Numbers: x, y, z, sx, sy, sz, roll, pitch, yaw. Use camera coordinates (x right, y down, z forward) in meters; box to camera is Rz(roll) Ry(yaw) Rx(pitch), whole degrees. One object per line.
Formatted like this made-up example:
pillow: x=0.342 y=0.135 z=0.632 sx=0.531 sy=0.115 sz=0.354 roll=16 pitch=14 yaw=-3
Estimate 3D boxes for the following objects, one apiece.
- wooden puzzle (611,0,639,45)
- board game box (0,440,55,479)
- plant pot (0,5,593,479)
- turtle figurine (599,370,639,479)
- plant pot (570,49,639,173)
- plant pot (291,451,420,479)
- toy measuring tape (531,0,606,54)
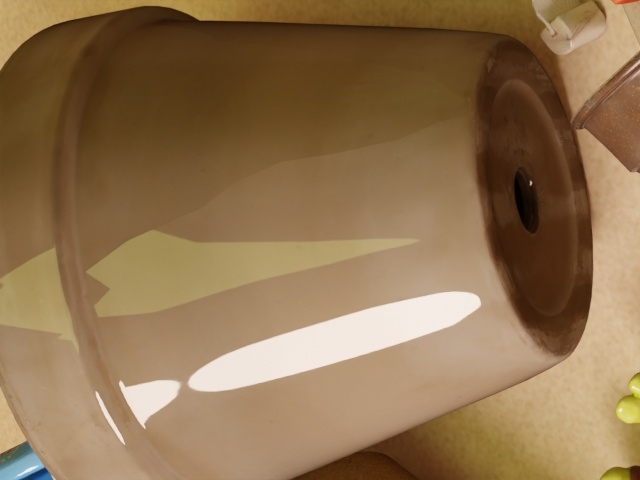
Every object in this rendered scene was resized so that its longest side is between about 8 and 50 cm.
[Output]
wooden puzzle: x=0.220 y=-0.132 z=0.772 sx=0.322 sy=0.080 sz=0.347 roll=-36 pitch=77 yaw=53
board game box: x=-0.097 y=0.314 z=1.298 sx=0.390 sy=0.050 sz=0.390 roll=61 pitch=174 yaw=9
plant pot: x=0.000 y=0.000 z=1.143 sx=0.280 sy=0.323 sz=0.323 roll=-10 pitch=97 yaw=25
turtle figurine: x=0.263 y=0.149 z=1.075 sx=0.217 sy=0.087 sz=0.269 roll=31 pitch=131 yaw=39
plant pot: x=0.243 y=-0.050 z=0.989 sx=0.165 sy=0.167 sz=0.167 roll=53 pitch=131 yaw=7
plant pot: x=0.053 y=0.269 z=1.223 sx=0.237 sy=0.237 sz=0.254 roll=-56 pitch=52 yaw=37
toy measuring tape: x=0.142 y=-0.262 z=1.046 sx=0.121 sy=0.121 sz=0.330 roll=3 pitch=114 yaw=41
